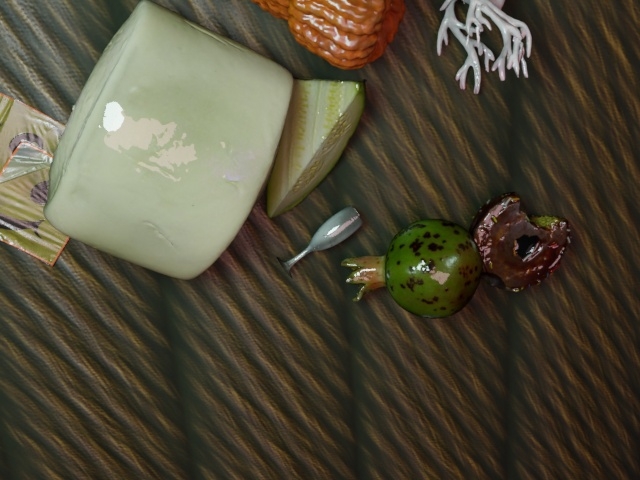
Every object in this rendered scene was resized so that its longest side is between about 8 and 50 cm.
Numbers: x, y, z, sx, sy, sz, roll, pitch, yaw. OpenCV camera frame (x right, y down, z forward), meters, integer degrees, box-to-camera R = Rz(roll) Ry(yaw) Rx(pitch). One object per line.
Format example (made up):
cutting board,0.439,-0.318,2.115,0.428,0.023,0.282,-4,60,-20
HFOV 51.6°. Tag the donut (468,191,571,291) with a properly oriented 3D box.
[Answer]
donut,0.434,0.002,1.485,0.230,0.096,0.216,11,108,-14

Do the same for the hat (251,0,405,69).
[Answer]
hat,-0.035,-0.483,1.197,0.400,0.285,0.285,22,105,15

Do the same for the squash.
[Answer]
squash,0.005,-0.178,1.323,0.203,0.111,0.289,12,105,33

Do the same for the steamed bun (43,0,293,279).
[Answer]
steamed bun,-0.267,-0.158,1.193,0.371,0.290,0.456,24,103,-19

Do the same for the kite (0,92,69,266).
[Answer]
kite,-0.571,-0.127,1.295,0.327,0.013,0.378,-20,110,-7

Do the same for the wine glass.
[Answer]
wine glass,0.000,0.000,1.423,0.198,0.066,0.066,-37,111,1

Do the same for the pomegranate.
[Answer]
pomegranate,0.199,0.069,1.392,0.285,0.231,0.231,-15,111,-7

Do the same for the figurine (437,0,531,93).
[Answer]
figurine,0.367,-0.461,1.267,0.315,0.206,0.284,-24,100,3
